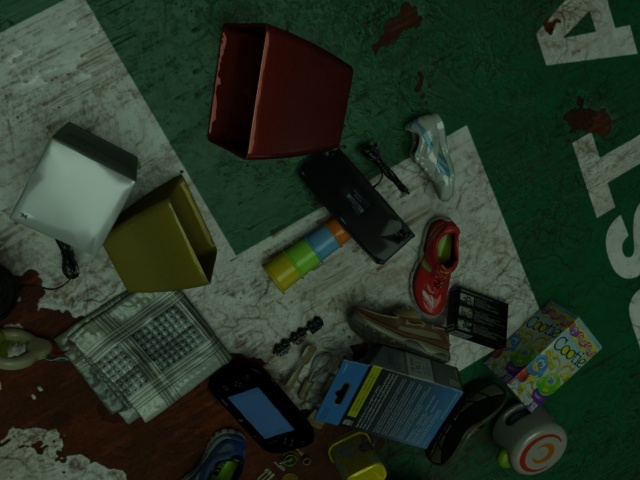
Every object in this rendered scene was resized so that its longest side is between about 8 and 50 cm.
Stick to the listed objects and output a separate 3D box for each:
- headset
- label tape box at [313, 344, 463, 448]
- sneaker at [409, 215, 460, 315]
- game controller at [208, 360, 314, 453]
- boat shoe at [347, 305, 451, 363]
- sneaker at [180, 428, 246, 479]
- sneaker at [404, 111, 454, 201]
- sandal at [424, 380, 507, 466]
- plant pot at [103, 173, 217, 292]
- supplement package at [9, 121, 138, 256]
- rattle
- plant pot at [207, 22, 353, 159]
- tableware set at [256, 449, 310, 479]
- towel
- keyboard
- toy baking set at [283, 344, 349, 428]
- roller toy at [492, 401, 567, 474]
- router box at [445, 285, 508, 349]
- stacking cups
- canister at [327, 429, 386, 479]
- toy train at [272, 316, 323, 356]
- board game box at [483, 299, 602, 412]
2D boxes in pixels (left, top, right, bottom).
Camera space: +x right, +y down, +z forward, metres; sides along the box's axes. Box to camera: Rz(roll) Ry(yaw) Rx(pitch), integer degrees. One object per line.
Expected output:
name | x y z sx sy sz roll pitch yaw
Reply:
headset | -0.728 0.089 1.381 0.394 0.243 0.185 -13 90 -27
label tape box | 0.177 0.410 1.730 0.334 0.106 0.240 18 120 -9
sneaker | 0.310 0.076 1.705 0.107 0.118 0.279 1 105 -14
game controller | -0.152 0.445 1.687 0.166 0.067 0.319 -27 115 15
boat shoe | 0.216 0.237 1.740 0.324 0.123 0.116 26 65 -24
sneaker | -0.299 0.665 1.696 0.130 0.147 0.330 25 98 -21
sneaker | 0.281 -0.206 1.639 0.092 0.087 0.228 -17 103 -3
sandal | 0.423 0.533 1.890 0.303 0.120 0.086 -48 140 4
plant pot | -0.369 0.001 1.460 0.187 0.212 0.212 -20 111 3
supplement package | -0.496 -0.115 1.333 0.175 0.293 0.177 28 98 -21
rattle | -0.687 0.289 1.499 0.200 0.130 0.142 11 102 -26
plant pot | -0.082 -0.320 1.420 0.236 0.267 0.267 2 106 -29
tableware set | -0.095 0.659 1.816 0.154 0.024 0.104 -42 112 -1
towel | -0.434 0.276 1.594 0.324 0.056 0.312 -33 112 -3
keyboard | 0.114 -0.116 1.587 0.201 0.033 0.317 -41 91 -5
toy baking set | -0.029 0.405 1.759 0.197 0.030 0.256 -33 117 -9
roller toy | 0.623 0.585 1.927 0.209 0.146 0.191 11 112 -24
router box | 0.438 0.216 1.787 0.179 0.046 0.133 21 64 -20
stacking cups | 0.000 0.000 1.621 0.316 0.096 0.096 -40 112 -7
canister | 0.099 0.609 1.776 0.126 0.170 0.073 -24 110 -7
toy train | -0.059 0.258 1.708 0.158 0.027 0.036 -34 122 -4
board game box | 0.638 0.331 1.858 0.275 0.144 0.142 -43 112 -1
